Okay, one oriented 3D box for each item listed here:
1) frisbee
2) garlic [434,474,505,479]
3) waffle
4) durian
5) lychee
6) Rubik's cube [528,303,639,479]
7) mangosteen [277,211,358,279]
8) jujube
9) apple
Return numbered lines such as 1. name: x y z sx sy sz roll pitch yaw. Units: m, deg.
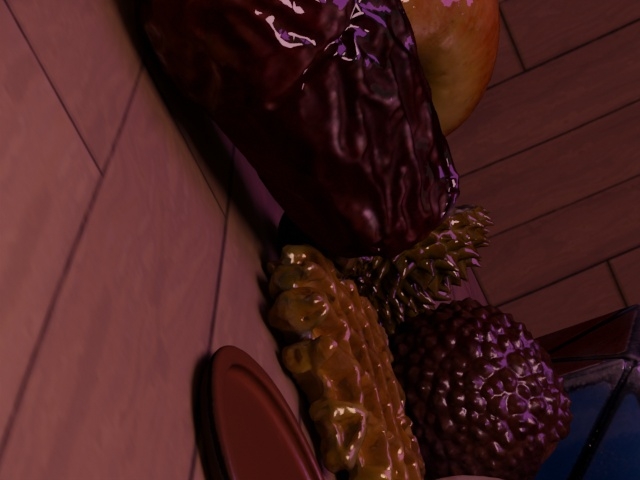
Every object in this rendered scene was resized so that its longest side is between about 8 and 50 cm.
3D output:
1. frisbee: -0.019 0.185 1.045 0.251 0.021 0.251 62 10 -20
2. garlic: 0.122 0.301 1.032 0.286 0.249 0.313 45 19 6
3. waffle: 0.021 0.117 1.321 0.219 0.057 0.229 53 17 -54
4. durian: 0.079 0.003 1.673 0.166 0.172 0.306 43 16 6
5. lychee: 0.128 0.147 1.480 0.188 0.188 0.188 -23 90 -81
6. Rubik's cube: 0.262 0.241 1.692 0.255 0.259 0.260 -34 105 -71
7. mangosteen: 0.000 -0.003 1.441 0.081 0.081 0.081 -23 90 -81
8. jujube: -0.008 -0.137 1.300 0.342 0.216 0.216 55 14 -28
9. apple: 0.030 -0.208 1.538 0.286 0.286 0.233 55 8 -51
